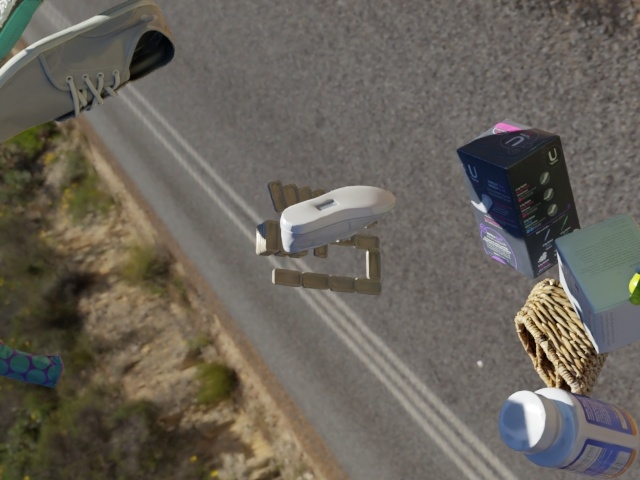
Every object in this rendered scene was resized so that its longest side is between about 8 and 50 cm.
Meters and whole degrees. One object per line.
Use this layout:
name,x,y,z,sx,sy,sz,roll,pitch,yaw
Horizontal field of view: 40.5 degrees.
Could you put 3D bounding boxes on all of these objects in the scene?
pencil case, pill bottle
pencil case,-0.613,0.255,1.798,0.064,0.152,0.070,151,133,-65
pill bottle,0.474,0.367,1.667,0.152,0.272,0.152,-31,50,45

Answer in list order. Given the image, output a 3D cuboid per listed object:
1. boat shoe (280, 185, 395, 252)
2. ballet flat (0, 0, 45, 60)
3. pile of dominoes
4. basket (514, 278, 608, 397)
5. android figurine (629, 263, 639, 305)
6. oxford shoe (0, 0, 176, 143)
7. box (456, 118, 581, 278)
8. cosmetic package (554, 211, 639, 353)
boat shoe,0.026,-0.026,1.221,0.066,0.184,0.063,38,136,36
ballet flat,-0.588,-0.521,1.702,0.147,0.409,0.147,42,-161,-18
pile of dominoes,0.000,0.000,1.634,0.040,0.251,0.195,-23,63,56
basket,0.537,0.249,1.990,0.213,0.223,0.299,23,164,24
android figurine,0.561,-0.001,1.379,0.056,0.273,0.248,30,143,21
oxford shoe,-0.451,-0.308,1.634,0.130,0.449,0.169,44,152,13
box,0.407,-0.086,1.764,0.165,0.143,0.270,34,152,55
cosmetic package,0.546,0.080,1.614,0.151,0.151,0.183,63,-172,-48
